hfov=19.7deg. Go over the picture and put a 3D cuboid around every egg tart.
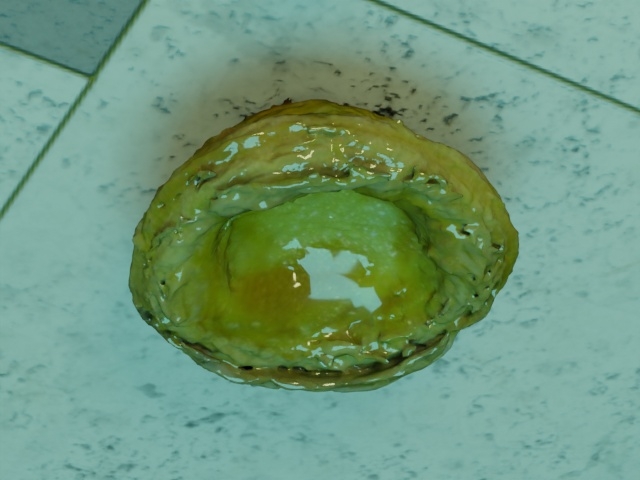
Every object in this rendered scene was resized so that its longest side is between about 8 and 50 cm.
[{"bbox_3d":[0.000,0.000,1.287,0.288,0.118,0.288,-3,139,-3],"label":"egg tart"}]
